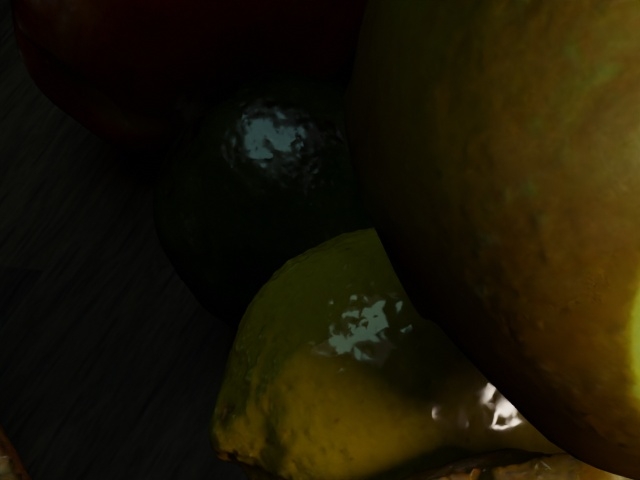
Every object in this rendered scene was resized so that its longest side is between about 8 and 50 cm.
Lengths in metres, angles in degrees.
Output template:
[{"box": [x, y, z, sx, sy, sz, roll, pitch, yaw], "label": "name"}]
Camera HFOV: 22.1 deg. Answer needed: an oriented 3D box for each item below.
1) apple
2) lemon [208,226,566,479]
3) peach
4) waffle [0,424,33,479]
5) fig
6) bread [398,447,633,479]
[{"box": [0.200, -0.049, 0.766, 0.374, 0.384, 0.374, -30, 0, 0], "label": "apple"}, {"box": [0.061, 0.086, 0.962, 0.260, 0.204, 0.204, -7, 35, -17], "label": "lemon"}, {"box": [-0.088, -0.232, 1.353, 0.281, 0.281, 0.338, 21, 65, 41], "label": "peach"}, {"box": [-0.294, 0.199, 1.108, 0.213, 0.091, 0.308, -34, 38, -12], "label": "waffle"}, {"box": [0.000, 0.000, 1.120, 0.195, 0.195, 0.245, -33, 59, -12], "label": "fig"}, {"box": [0.120, 0.194, 0.836, 0.250, 0.179, 0.133, -12, 37, 14], "label": "bread"}]
